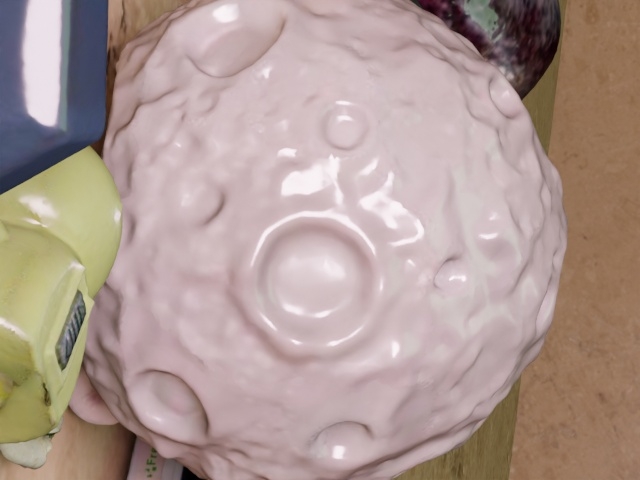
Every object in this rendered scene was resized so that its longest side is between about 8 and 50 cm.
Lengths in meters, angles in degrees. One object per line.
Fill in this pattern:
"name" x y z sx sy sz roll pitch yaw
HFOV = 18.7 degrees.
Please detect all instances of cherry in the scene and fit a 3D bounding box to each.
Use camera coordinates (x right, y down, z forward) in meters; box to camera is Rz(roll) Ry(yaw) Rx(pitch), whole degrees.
"cherry" 0.094 -0.225 1.726 0.296 0.218 0.255 17 50 -60

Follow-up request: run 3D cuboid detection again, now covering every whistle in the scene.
"whistle" -0.177 0.039 1.028 0.131 0.106 0.288 84 17 -47

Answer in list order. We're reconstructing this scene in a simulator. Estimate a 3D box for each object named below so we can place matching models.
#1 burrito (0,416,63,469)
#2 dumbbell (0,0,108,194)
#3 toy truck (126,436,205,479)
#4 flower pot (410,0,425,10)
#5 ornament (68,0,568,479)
"burrito" -0.185 0.095 1.145 0.118 0.044 0.074 76 21 -47
"dumbbell" -0.204 -0.082 0.803 0.144 0.160 0.325 65 14 2
"toy truck" -0.075 0.268 1.371 0.176 0.178 0.363 91 11 -59
"flower pot" 0.006 -0.122 1.521 0.157 0.189 0.243 56 1 29
"ornament" 0.000 0.000 1.249 0.337 0.337 0.337 6 90 -76
